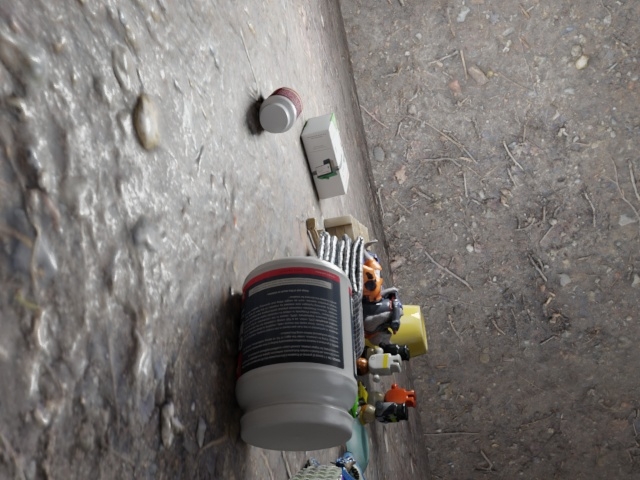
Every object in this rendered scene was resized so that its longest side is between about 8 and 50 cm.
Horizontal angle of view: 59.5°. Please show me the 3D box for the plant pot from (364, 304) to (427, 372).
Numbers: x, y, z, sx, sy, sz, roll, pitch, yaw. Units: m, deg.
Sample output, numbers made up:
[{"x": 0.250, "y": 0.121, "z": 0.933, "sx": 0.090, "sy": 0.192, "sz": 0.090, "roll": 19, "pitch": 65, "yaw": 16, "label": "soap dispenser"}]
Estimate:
[{"x": 0.240, "y": 0.325, "z": 1.943, "sx": 0.254, "sy": 0.239, "sz": 0.254, "roll": -9, "pitch": 90, "yaw": -77, "label": "plant pot"}]

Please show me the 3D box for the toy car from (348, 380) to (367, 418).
[{"x": 0.084, "y": 0.420, "z": 1.595, "sx": 0.225, "sy": 0.053, "sz": 0.239, "roll": -65, "pitch": 143, "yaw": -68, "label": "toy car"}]

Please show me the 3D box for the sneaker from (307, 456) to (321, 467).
[{"x": -0.014, "y": 0.490, "z": 1.120, "sx": 0.052, "sy": 0.058, "sz": 0.135, "roll": 48, "pitch": 3, "yaw": -21, "label": "sneaker"}]

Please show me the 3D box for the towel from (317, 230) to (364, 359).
[{"x": 0.061, "y": 0.144, "z": 1.484, "sx": 0.283, "sy": 0.121, "sz": 0.235, "roll": -86, "pitch": 171, "yaw": -50, "label": "towel"}]

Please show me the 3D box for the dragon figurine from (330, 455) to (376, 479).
[{"x": 0.031, "y": 0.555, "z": 1.172, "sx": 0.289, "sy": 0.144, "sz": 0.085, "roll": -22, "pitch": 104, "yaw": -58, "label": "dragon figurine"}]

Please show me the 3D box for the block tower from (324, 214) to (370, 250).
[{"x": 0.097, "y": -0.013, "z": 1.906, "sx": 0.335, "sy": 0.091, "sz": 0.097, "roll": 27, "pitch": 53, "yaw": -74, "label": "block tower"}]

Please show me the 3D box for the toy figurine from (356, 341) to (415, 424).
[{"x": 0.172, "y": 0.400, "z": 1.574, "sx": 0.209, "sy": 0.148, "sz": 0.213, "roll": -8, "pitch": 90, "yaw": -72, "label": "toy figurine"}]

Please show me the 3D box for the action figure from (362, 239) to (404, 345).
[{"x": 0.159, "y": 0.171, "z": 1.760, "sx": 0.341, "sy": 0.179, "sz": 0.330, "roll": -15, "pitch": 92, "yaw": -82, "label": "action figure"}]

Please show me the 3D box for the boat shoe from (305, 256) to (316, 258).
[{"x": -0.032, "y": 0.121, "z": 1.272, "sx": 0.228, "sy": 0.080, "sz": 0.076, "roll": -92, "pitch": 166, "yaw": -64, "label": "boat shoe"}]

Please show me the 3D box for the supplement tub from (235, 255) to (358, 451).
[{"x": -0.038, "y": 0.181, "z": 0.907, "sx": 0.191, "sy": 0.191, "sz": 0.272, "roll": 64, "pitch": 21, "yaw": -53, "label": "supplement tub"}]

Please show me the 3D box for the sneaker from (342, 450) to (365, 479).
[{"x": 0.094, "y": 0.617, "z": 1.466, "sx": 0.073, "sy": 0.063, "sz": 0.162, "roll": -84, "pitch": 160, "yaw": -61, "label": "sneaker"}]

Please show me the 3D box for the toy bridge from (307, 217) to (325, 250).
[{"x": 0.000, "y": 0.000, "z": 1.607, "sx": 0.188, "sy": 0.026, "sz": 0.063, "roll": 55, "pitch": 30, "yaw": -63, "label": "toy bridge"}]

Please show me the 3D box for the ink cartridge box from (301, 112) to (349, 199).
[{"x": 0.019, "y": -0.261, "z": 1.741, "sx": 0.160, "sy": 0.093, "sz": 0.219, "roll": -78, "pitch": 155, "yaw": -58, "label": "ink cartridge box"}]

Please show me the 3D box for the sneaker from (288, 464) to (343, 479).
[{"x": -0.020, "y": 0.526, "z": 0.962, "sx": 0.293, "sy": 0.102, "sz": 0.146, "roll": -56, "pitch": 137, "yaw": -64, "label": "sneaker"}]

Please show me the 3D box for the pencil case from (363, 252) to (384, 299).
[{"x": 0.178, "y": 0.166, "z": 2.058, "sx": 0.306, "sy": 0.119, "sz": 0.133, "roll": 69, "pitch": 30, "yaw": -46, "label": "pencil case"}]

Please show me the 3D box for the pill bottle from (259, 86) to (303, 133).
[{"x": -0.092, "y": -0.296, "z": 1.283, "sx": 0.152, "sy": 0.086, "sz": 0.086, "roll": -74, "pitch": 152, "yaw": -64, "label": "pill bottle"}]

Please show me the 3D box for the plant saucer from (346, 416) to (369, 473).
[{"x": 0.112, "y": 0.593, "z": 1.627, "sx": 0.195, "sy": 0.037, "sz": 0.194, "roll": -10, "pitch": 90, "yaw": -77, "label": "plant saucer"}]
